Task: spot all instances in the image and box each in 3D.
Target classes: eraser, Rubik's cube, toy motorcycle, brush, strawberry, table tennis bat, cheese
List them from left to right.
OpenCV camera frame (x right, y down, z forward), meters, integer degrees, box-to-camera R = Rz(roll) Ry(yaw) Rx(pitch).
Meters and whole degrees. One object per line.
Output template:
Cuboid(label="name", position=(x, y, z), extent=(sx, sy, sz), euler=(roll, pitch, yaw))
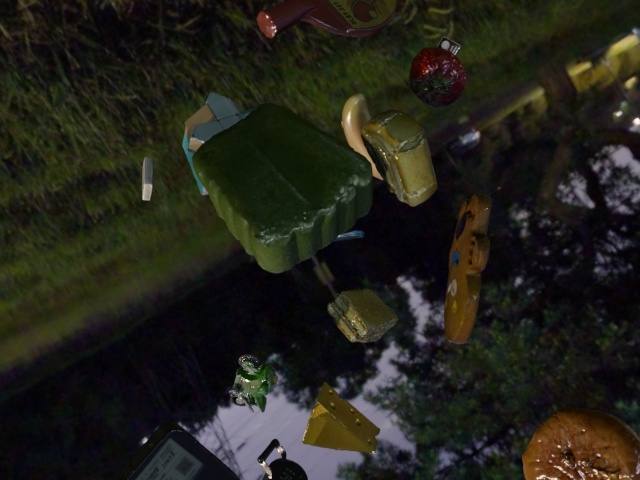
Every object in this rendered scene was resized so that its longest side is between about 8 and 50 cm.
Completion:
Cuboid(label="Rubik's cube", position=(-0.249, -0.249, 1.653), extent=(0.224, 0.265, 0.213), euler=(-14, 157, -28))
Cuboid(label="toy motorcycle", position=(-0.162, 0.349, 1.523), extent=(0.074, 0.106, 0.190), euler=(-75, -179, -52))
Cuboid(label="brush", position=(0.000, 0.000, 1.026), extent=(0.164, 0.014, 0.051), euler=(-9, 169, 32))
Cuboid(label="table tennis bat", position=(0.015, -0.550, 1.390), extent=(0.414, 0.268, 0.051), euler=(-40, 178, -35))
Cuboid(label="cheese", position=(0.058, 0.437, 1.470), extent=(0.093, 0.171, 0.126), euler=(-57, 169, -68))
Cuboid(label="strawberry", position=(0.199, -0.280, 1.050), extent=(0.106, 0.106, 0.106), euler=(-32, 177, -2))
Cuboid(label="eraser", position=(0.298, -0.442, 1.554), extent=(0.122, 0.052, 0.029), euler=(-60, 169, 12))

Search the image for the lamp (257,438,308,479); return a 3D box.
Cuboid(label="lamp", position=(-0.093, 0.589, 1.402), extent=(0.147, 0.172, 0.227), euler=(-33, 153, -60))

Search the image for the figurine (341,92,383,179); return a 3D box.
Cuboid(label="figurine", position=(0.185, -0.334, 2.033), extent=(0.222, 0.325, 0.124), euler=(1, -139, 41))

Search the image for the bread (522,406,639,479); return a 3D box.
Cuboid(label="bread", position=(0.650, 0.553, 1.491), extent=(0.312, 0.312, 0.172), euler=(-34, 156, 34))

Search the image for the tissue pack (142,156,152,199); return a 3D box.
Cuboid(label="tissue pack", position=(-0.441, -0.158, 1.582), extent=(0.023, 0.108, 0.056), euler=(5, 133, -20))

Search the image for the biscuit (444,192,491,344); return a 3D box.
Cuboid(label="biscuit", position=(0.226, 0.044, 0.978), extent=(0.039, 0.236, 0.180), euler=(8, 173, 0))

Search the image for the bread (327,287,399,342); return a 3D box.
Cuboid(label="bread", position=(0.106, 0.201, 1.658), extent=(0.102, 0.138, 0.196), euler=(-51, 158, 18))

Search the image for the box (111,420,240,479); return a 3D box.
Cuboid(label="box", position=(-0.323, 0.526, 1.136), extent=(0.350, 0.211, 0.058), euler=(-47, -157, -18))

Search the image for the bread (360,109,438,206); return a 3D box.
Cuboid(label="bread", position=(0.122, -0.122, 0.953), extent=(0.064, 0.156, 0.117), euler=(-32, -153, -11))

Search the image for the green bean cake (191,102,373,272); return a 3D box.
Cuboid(label="green bean cake", position=(-0.062, -0.094, 0.987), extent=(0.222, 0.248, 0.125), euler=(-36, 156, -16))
